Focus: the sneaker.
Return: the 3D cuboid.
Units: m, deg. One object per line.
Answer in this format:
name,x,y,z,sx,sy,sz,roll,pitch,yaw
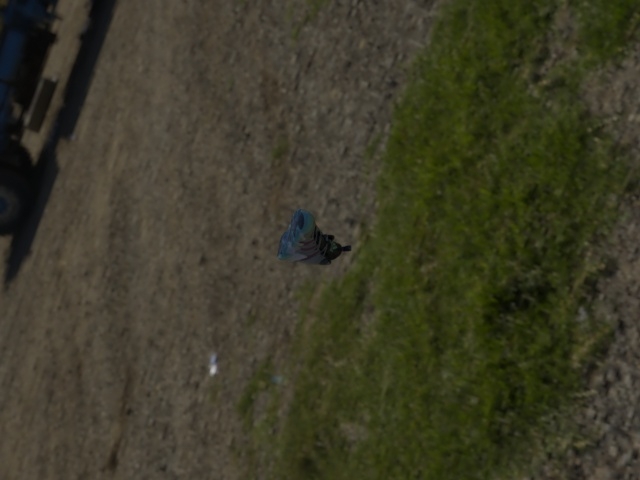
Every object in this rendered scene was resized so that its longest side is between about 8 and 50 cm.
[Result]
sneaker,0.000,0.000,1.074,0.098,0.069,0.038,132,150,-69
